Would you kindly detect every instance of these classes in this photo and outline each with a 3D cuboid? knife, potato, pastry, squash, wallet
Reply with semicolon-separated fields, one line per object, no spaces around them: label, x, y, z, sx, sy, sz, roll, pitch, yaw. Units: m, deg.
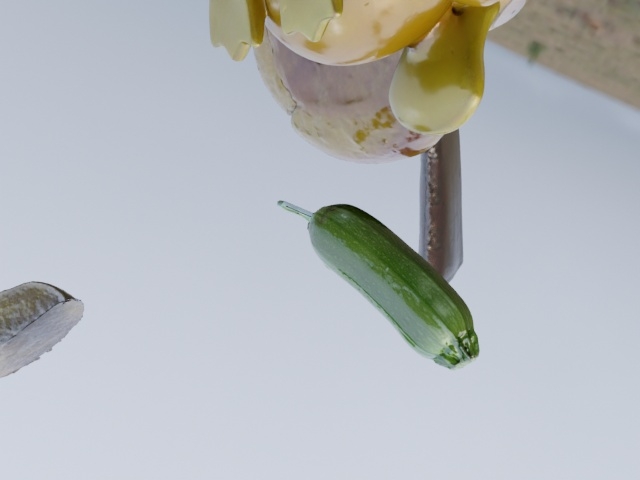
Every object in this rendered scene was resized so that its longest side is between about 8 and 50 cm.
knife;0.002;-0.002;1.495;0.078;0.023;0.166;29;165;28
potato;-0.498;0.137;1.954;0.100;0.261;0.120;57;-170;19
pastry;0.054;-0.263;1.457;0.163;0.356;0.356;-19;-140;-41
squash;0.072;0.041;1.172;0.219;0.077;0.068;46;-147;17
wallet;0.164;-0.055;1.649;0.049;0.229;0.182;4;-166;18

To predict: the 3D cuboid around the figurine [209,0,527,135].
figurine;0.052;-0.194;0.861;0.228;0.215;0.215;21;-168;-33
